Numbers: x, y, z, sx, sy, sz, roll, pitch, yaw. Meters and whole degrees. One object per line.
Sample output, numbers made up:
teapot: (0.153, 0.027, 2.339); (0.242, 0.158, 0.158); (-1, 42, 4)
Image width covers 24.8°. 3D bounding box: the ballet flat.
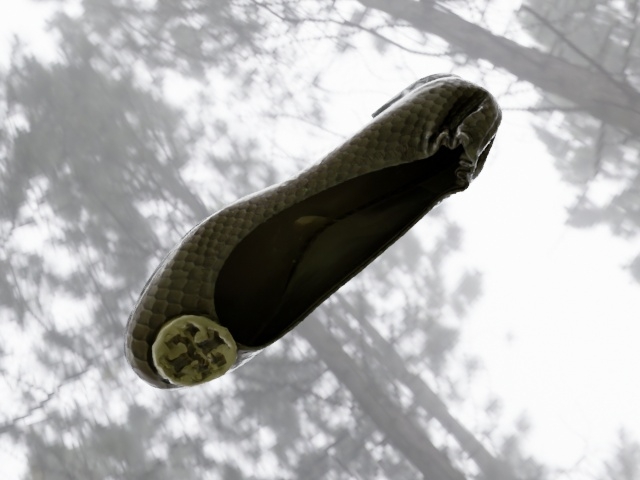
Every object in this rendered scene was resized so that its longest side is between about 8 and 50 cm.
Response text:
ballet flat: (0.000, 0.000, 0.794); (0.250, 0.058, 0.084); (-37, -52, -4)
